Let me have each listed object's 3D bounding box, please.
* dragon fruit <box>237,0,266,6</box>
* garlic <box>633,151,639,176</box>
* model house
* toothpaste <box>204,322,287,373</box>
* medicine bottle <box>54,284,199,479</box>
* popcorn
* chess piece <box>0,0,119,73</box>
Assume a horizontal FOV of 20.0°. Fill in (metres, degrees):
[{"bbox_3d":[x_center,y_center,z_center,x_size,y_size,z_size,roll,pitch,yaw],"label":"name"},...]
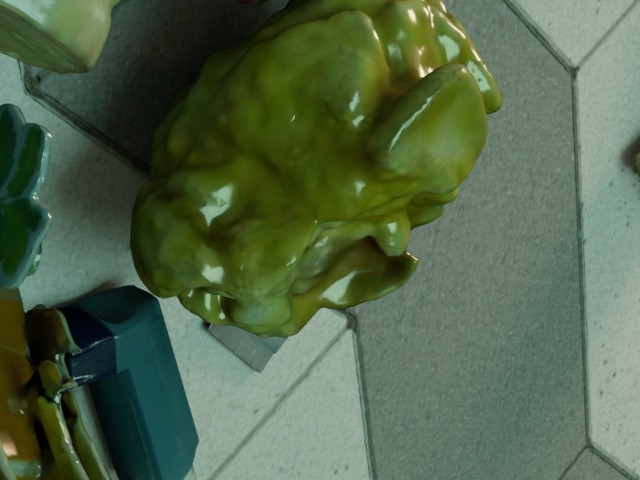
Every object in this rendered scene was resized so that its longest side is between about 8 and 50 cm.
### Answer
[{"bbox_3d":[-0.072,-0.307,1.492,0.198,0.272,0.218,-81,176,-71],"label":"dragon fruit"},{"bbox_3d":[0.497,-0.125,2.206,0.160,0.191,0.214,73,38,-68],"label":"garlic"},{"bbox_3d":[-0.256,0.077,1.370,0.242,0.312,0.358,17,93,-52],"label":"model house"},{"bbox_3d":[-0.001,-0.001,1.801,0.099,0.068,0.282,40,83,-20],"label":"toothpaste"},{"bbox_3d":[-0.179,0.152,1.659,0.124,0.079,0.258,-41,134,-31],"label":"medicine bottle"},{"bbox_3d":[-0.017,-0.084,1.554,0.292,0.293,0.334,22,100,-56],"label":"popcorn"},{"bbox_3d":[-0.184,-0.363,1.319,0.234,0.234,0.442,32,79,-49],"label":"chess piece"}]
